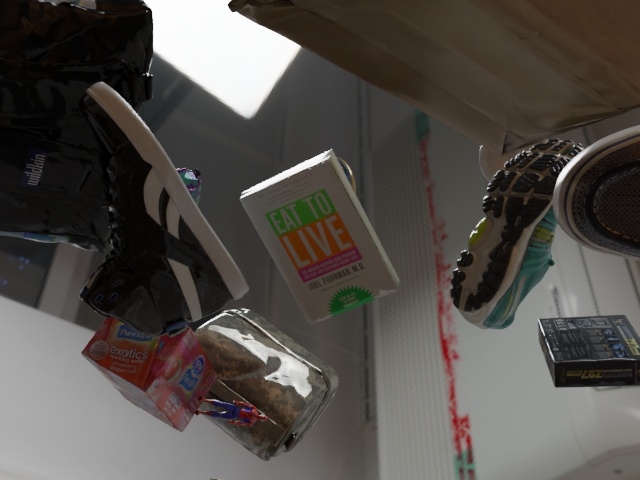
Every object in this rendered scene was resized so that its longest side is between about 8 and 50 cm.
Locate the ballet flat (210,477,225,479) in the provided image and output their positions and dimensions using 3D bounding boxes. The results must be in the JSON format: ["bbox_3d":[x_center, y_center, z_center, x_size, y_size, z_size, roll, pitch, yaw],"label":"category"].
[{"bbox_3d":[-0.044,0.337,0.976,0.091,0.241,0.077,-33,128,-65],"label":"ballet flat"}]

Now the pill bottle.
[{"bbox_3d":[0.339,-0.120,1.438,0.117,0.117,0.215,-65,162,-1],"label":"pill bottle"}]

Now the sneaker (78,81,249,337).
[{"bbox_3d":[-0.159,-0.008,0.679,0.121,0.217,0.079,-35,-158,-10],"label":"sneaker"}]

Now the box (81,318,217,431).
[{"bbox_3d":[-0.270,0.205,1.370,0.122,0.128,0.257,-57,162,-21],"label":"box"}]

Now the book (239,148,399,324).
[{"bbox_3d":[0.000,0.000,0.784,0.096,0.144,0.035,-24,-161,15],"label":"book"}]

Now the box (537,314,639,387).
[{"bbox_3d":[0.540,0.217,1.663,0.232,0.183,0.059,-71,156,-72],"label":"box"}]

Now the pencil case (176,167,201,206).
[{"bbox_3d":[-0.274,-0.075,1.649,0.070,0.064,0.151,56,-33,28],"label":"pencil case"}]

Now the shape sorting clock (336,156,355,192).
[{"bbox_3d":[-0.005,-0.056,1.536,0.206,0.040,0.206,-32,-131,45],"label":"shape sorting clock"}]

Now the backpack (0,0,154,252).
[{"bbox_3d":[-0.384,-0.142,0.823,0.273,0.356,0.290,31,-64,38],"label":"backpack"}]

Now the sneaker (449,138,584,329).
[{"bbox_3d":[0.266,-0.009,1.106,0.107,0.110,0.275,26,-95,49],"label":"sneaker"}]

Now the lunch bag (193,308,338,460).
[{"bbox_3d":[-0.146,0.288,1.680,0.212,0.305,0.256,-56,169,7],"label":"lunch bag"}]

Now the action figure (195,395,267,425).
[{"bbox_3d":[-0.140,0.275,1.338,0.030,0.115,0.038,156,-54,-64],"label":"action figure"}]

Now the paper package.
[{"bbox_3d":[0.117,-0.272,0.643,0.168,0.309,0.324,-13,-117,49],"label":"paper package"}]

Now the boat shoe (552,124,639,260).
[{"bbox_3d":[0.367,-0.030,0.651,0.158,0.341,0.127,-80,166,-76],"label":"boat shoe"}]
